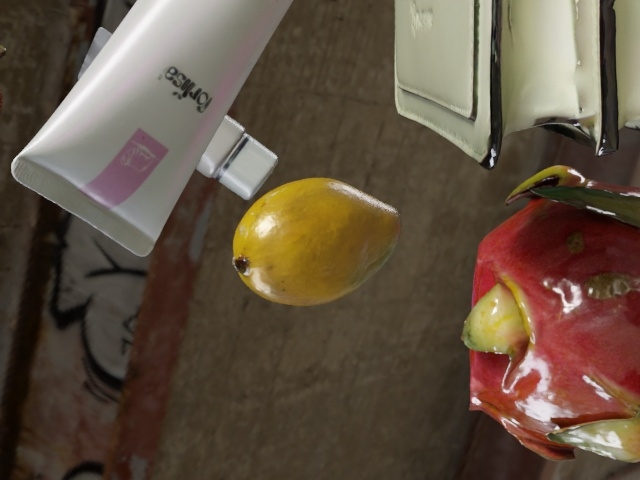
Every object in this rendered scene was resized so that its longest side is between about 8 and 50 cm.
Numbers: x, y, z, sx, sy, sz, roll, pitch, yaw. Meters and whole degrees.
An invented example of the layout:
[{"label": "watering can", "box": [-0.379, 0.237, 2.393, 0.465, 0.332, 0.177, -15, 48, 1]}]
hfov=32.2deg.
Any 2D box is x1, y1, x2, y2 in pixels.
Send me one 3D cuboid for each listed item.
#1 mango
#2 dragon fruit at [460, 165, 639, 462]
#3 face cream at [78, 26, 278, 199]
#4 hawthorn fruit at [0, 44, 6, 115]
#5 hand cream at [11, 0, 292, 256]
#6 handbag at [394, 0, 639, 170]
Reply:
[{"label": "mango", "box": [0.000, 0.000, 1.537, 0.317, 0.119, 0.176, -7, -78, -44]}, {"label": "dragon fruit", "box": [0.233, 0.071, 1.091, 0.290, 0.189, 0.290, 6, -90, -85]}, {"label": "face cream", "box": [-0.206, -0.180, 1.605, 0.089, 0.314, 0.143, -56, 5, -33]}, {"label": "hawthorn fruit", "box": [-0.396, -0.112, 1.010, 0.261, 0.224, 0.224, -33, -25, 23]}, {"label": "hand cream", "box": [-0.136, -0.171, 1.067, 0.185, 0.118, 0.358, 38, -100, -48]}, {"label": "handbag", "box": [0.141, -0.188, 0.726, 0.358, 0.160, 0.236, -110, 14, -77]}]
